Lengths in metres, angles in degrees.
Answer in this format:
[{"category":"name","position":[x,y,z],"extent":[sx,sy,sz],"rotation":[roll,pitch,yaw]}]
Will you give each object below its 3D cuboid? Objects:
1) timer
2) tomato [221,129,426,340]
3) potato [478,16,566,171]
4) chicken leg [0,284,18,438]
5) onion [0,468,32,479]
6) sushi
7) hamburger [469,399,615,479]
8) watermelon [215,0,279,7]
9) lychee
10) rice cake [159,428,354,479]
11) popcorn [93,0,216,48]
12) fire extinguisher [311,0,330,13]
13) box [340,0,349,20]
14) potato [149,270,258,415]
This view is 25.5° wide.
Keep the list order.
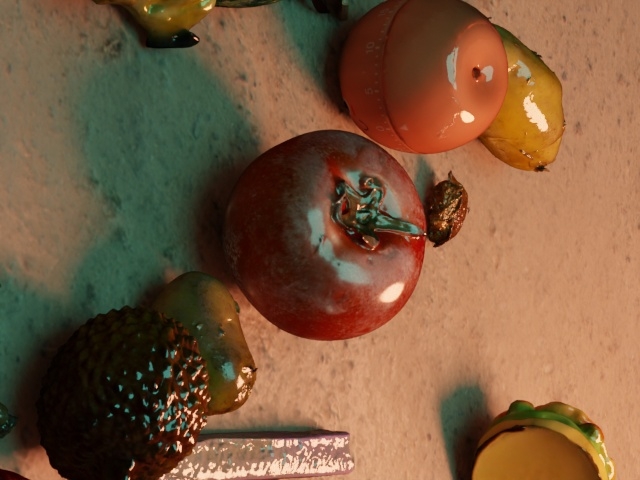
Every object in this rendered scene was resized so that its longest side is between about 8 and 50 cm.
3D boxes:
[{"category":"timer","position":[0.143,-0.235,2.000],"extent":[0.230,0.215,0.229],"rotation":[-4,96,-46]},{"category":"tomato","position":[0.000,0.000,1.802],"extent":[0.270,0.227,0.270],"rotation":[16,61,-32]},{"category":"potato","position":[0.288,-0.225,2.197],"extent":[0.300,0.173,0.140],"rotation":[52,58,-37]},{"category":"chicken leg","position":[-0.374,0.128,1.475],"extent":[0.125,0.080,0.196],"rotation":[-27,109,-60]},{"category":"onion","position":[-0.334,0.363,1.361],"extent":[0.273,0.285,0.273],"rotation":[-13,114,-31]},{"category":"sushi","position":[0.192,-0.047,2.155],"extent":[0.060,0.061,0.118],"rotation":[0,89,-61]},{"category":"hamburger","position":[0.350,0.349,2.202],"extent":[0.149,0.237,0.237],"rotation":[-47,123,-62]},{"category":"watermelon","position":[-0.087,-0.365,1.816],"extent":[0.202,0.207,0.136],"rotation":[-109,174,-50]},{"category":"lychee","position":[-0.216,0.186,1.558],"extent":[0.200,0.200,0.238],"rotation":[35,41,-42]},{"category":"rice cake","position":[-0.093,0.276,1.794],"extent":[0.399,0.070,0.064],"rotation":[6,85,-48]},{"category":"popcorn","position":[-0.173,-0.378,1.604],"extent":[0.293,0.293,0.237],"rotation":[8,76,-49]},{"category":"fire extinguisher","position":[-0.007,-0.483,1.927],"extent":[0.141,0.105,0.341],"rotation":[-18,109,-68]},{"category":"box","position":[0.035,-0.342,1.992],"extent":[0.083,0.012,0.046],"rotation":[100,-8,-84]},{"category":"potato","position":[-0.148,0.128,1.704],"extent":[0.137,0.137,0.176],"rotation":[8,60,-49]}]
